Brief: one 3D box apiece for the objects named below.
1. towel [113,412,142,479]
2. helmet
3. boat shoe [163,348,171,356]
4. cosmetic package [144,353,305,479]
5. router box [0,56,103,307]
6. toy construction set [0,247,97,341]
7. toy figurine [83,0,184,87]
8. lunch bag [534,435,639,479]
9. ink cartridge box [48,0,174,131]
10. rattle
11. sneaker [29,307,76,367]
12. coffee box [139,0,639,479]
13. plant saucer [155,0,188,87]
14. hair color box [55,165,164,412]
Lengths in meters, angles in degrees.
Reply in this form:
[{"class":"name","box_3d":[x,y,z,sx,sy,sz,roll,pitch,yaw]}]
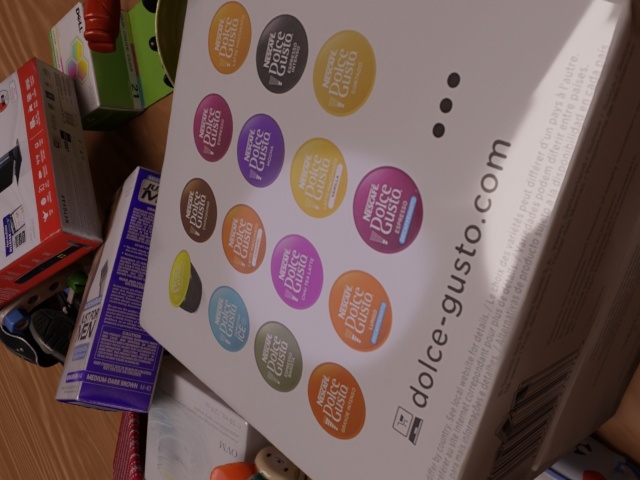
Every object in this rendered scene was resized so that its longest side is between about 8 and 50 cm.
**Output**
[{"class":"towel","box_3d":[-0.338,0.404,1.115,0.275,0.031,0.199,-127,48,-62]},{"class":"helmet","box_3d":[-0.588,0.165,1.310,0.161,0.169,0.169,37,120,13]},{"class":"boat shoe","box_3d":[-0.213,0.111,1.009,0.258,0.089,0.109,-48,64,35]},{"class":"cosmetic package","box_3d":[-0.141,0.302,0.934,0.224,0.138,0.225,18,108,40]},{"class":"router box","box_3d":[-0.516,-0.080,1.039,0.301,0.082,0.336,-29,64,19]},{"class":"toy construction set","box_3d":[-0.469,0.024,1.183,0.309,0.257,0.237,42,105,46]},{"class":"toy figurine","box_3d":[-0.200,-0.329,0.870,0.209,0.213,0.148,-13,70,40]},{"class":"lunch bag","box_3d":[0.163,0.276,0.649,0.303,0.115,0.243,28,115,28]},{"class":"ink cartridge box","box_3d":[-0.356,-0.316,1.086,0.255,0.097,0.189,-15,85,44]},{"class":"rattle","box_3d":[-0.018,0.263,0.770,0.130,0.199,0.143,-91,24,-46]},{"class":"sneaker","box_3d":[-0.483,0.235,1.236,0.227,0.087,0.130,39,130,-5]},{"class":"coffee box","box_3d":[0.094,-0.027,0.540,0.334,0.338,0.338,29,114,38]},{"class":"plant saucer","box_3d":[-0.078,-0.253,0.772,0.037,0.240,0.241,-131,49,-65]},{"class":"hair color box","box_3d":[-0.292,0.080,0.957,0.185,0.110,0.339,-23,52,56]}]
